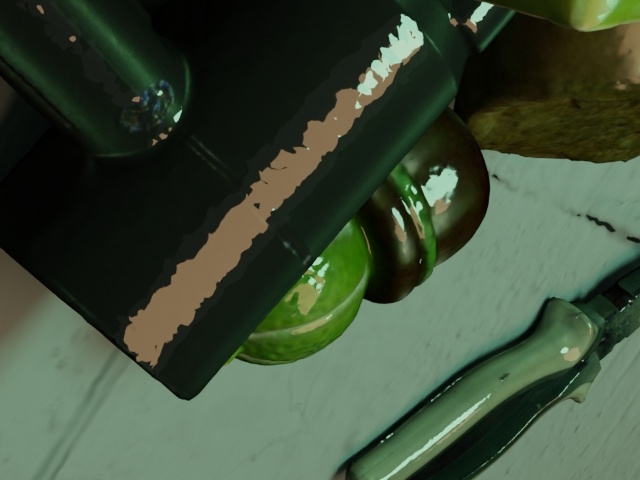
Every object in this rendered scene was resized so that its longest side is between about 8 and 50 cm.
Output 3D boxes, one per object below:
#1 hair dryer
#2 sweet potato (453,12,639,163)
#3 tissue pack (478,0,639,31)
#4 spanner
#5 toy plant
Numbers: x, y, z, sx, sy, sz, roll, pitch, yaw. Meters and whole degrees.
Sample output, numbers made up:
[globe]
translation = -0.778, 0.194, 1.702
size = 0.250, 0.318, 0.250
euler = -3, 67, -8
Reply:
[hair dryer]
translation = -0.057, -0.107, 0.547
size = 0.244, 0.116, 0.302
euler = -51, 141, -7
[sweet potato]
translation = 0.150, -0.185, 0.686
size = 0.158, 0.158, 0.369
euler = -17, 127, -42
[tissue pack]
translation = 0.058, -0.212, 0.409
size = 0.167, 0.200, 0.274
euler = -12, 114, -38
[spanner]
translation = 0.143, 0.091, 1.037
size = 0.325, 0.040, 0.095
euler = -34, 144, -25
[toy plant]
translation = 0.000, 0.000, 0.720
size = 0.162, 0.093, 0.092
euler = -35, 144, -25
